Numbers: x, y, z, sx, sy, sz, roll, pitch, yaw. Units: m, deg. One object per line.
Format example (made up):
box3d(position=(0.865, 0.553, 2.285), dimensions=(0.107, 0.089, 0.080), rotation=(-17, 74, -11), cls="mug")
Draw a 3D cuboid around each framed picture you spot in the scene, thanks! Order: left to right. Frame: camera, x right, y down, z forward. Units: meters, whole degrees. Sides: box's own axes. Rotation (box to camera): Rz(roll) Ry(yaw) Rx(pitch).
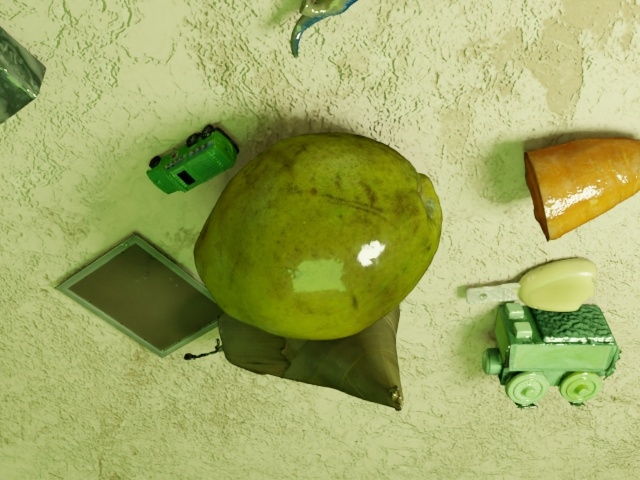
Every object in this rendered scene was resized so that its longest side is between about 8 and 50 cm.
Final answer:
box3d(position=(-0.341, 0.116, 1.796), dimensions=(0.231, 0.018, 0.293), rotation=(-30, 128, 25), cls="framed picture")

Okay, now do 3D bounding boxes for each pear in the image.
box3d(position=(0.000, 0.000, 1.491), dimensions=(0.413, 0.352, 0.352), rotation=(-24, 131, 8), cls="pear")

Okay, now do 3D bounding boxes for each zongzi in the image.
box3d(position=(-0.065, 0.209, 1.653), dimensions=(0.447, 0.418, 0.181), rotation=(-9, 114, 4), cls="zongzi")

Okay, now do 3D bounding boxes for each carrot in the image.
box3d(position=(0.466, -0.102, 1.528), dimensions=(0.225, 0.159, 0.159), rotation=(-16, 133, 2), cls="carrot")

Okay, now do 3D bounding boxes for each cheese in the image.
box3d(position=(0.416, 0.099, 1.784), dimensions=(0.255, 0.050, 0.127), rotation=(-7, 134, 7), cls="cheese")

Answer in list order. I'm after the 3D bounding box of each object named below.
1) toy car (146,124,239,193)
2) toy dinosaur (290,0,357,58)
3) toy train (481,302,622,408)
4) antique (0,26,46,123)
box3d(position=(-0.220, -0.128, 1.531), dimensions=(0.165, 0.063, 0.071), rotation=(-26, 130, 21), cls="toy car")
box3d(position=(0.065, -0.360, 1.317), dimensions=(0.188, 0.075, 0.248), rotation=(13, 127, -24), cls="toy dinosaur")
box3d(position=(0.472, 0.230, 1.845), dimensions=(0.271, 0.159, 0.188), rotation=(0, 125, -2), cls="toy train")
box3d(position=(-0.517, -0.278, 1.358), dimensions=(0.086, 0.088, 0.183), rotation=(-29, 129, 22), cls="antique")
